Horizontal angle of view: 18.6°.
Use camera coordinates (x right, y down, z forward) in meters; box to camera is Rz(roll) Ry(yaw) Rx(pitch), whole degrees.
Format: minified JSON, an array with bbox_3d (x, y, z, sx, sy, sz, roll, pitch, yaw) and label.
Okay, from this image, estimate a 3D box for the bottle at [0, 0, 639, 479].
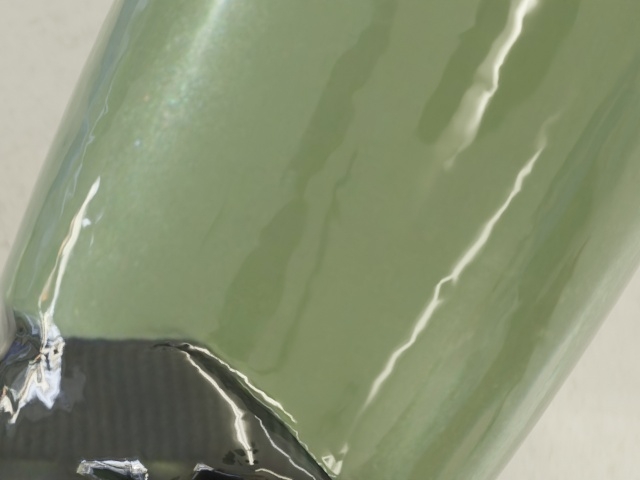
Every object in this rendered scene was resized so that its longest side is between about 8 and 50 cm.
[{"bbox_3d":[0.000,0.001,0.531,0.168,0.168,0.347,27,86,15],"label":"bottle"}]
